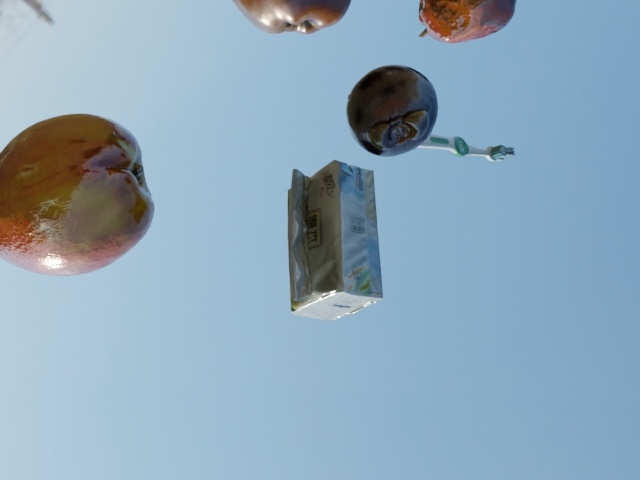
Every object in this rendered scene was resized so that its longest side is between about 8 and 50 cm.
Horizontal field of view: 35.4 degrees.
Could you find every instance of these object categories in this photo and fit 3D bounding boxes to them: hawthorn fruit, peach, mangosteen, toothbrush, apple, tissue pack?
[{"bbox_3d":[0.272,-0.437,1.829,0.179,0.173,0.173,-45,-154,-12],"label":"hawthorn fruit"},{"bbox_3d":[-0.395,-0.066,1.535,0.281,0.281,0.238,-26,-109,35],"label":"peach"},{"bbox_3d":[0.116,-0.198,1.569,0.152,0.152,0.152,-35,-150,23],"label":"mangosteen"},{"bbox_3d":[0.261,-0.183,1.953,0.040,0.418,0.042,-15,-100,39],"label":"toothbrush"},{"bbox_3d":[-0.051,-0.437,1.570,0.234,0.234,0.234,-35,-150,23],"label":"apple"},{"bbox_3d":[0.000,0.000,1.659,0.159,0.145,0.229,-27,-122,51],"label":"tissue pack"}]
